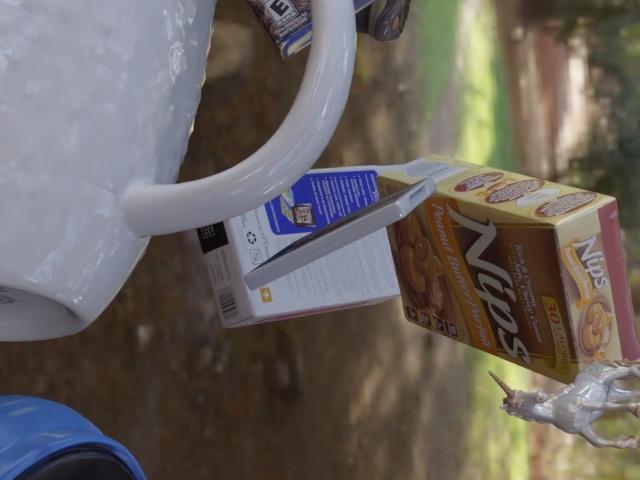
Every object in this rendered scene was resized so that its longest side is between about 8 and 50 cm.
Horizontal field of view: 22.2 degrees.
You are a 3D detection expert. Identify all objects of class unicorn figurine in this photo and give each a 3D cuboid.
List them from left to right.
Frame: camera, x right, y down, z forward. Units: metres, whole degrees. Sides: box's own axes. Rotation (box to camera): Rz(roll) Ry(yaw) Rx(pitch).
[{"bbox_3d":[0.223,0.134,1.368,0.162,0.111,0.060,-11,107,-58],"label":"unicorn figurine"}]

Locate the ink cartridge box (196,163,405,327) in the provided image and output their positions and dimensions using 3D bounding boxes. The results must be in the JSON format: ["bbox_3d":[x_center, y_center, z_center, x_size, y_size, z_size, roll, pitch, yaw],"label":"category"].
[{"bbox_3d":[0.000,0.000,2.042,0.371,0.069,0.175,-7,78,-47],"label":"ink cartridge box"}]

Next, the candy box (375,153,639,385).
[{"bbox_3d":[0.192,0.025,1.724,0.316,0.087,0.183,20,-51,57],"label":"candy box"}]

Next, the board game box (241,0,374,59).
[{"bbox_3d":[-0.024,-0.367,1.616,0.291,0.232,0.141,56,1,1],"label":"board game box"}]

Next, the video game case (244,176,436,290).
[{"bbox_3d":[0.020,-0.007,1.462,0.019,0.157,0.143,63,19,-3],"label":"video game case"}]

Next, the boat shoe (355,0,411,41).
[{"bbox_3d":[0.070,-0.417,2.092,0.132,0.130,0.355,91,10,-57],"label":"boat shoe"}]

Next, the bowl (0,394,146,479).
[{"bbox_3d":[-0.249,0.312,1.230,0.391,0.077,0.391,-46,144,-49],"label":"bowl"}]

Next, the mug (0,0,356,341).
[{"bbox_3d":[-0.161,-0.115,0.999,0.276,0.374,0.328,47,45,-67],"label":"mug"}]
